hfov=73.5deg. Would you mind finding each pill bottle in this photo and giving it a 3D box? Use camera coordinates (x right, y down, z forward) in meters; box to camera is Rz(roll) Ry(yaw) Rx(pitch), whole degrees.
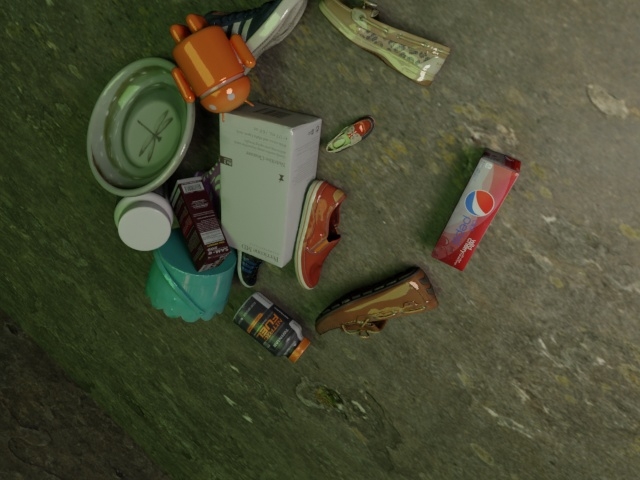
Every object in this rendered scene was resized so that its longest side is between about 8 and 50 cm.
[{"bbox_3d":[-0.530,-0.094,1.290,0.283,0.162,0.161,-126,31,-56],"label":"pill bottle"},{"bbox_3d":[-0.152,0.288,1.395,0.246,0.130,0.130,37,127,6],"label":"pill bottle"}]

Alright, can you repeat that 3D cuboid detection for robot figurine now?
[{"bbox_3d":[-0.237,-0.380,0.947,0.128,0.158,0.219,9,132,60],"label":"robot figurine"}]

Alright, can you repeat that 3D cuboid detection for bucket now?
[{"bbox_3d":[-0.404,0.097,1.355,0.281,0.281,0.183,30,122,12],"label":"bucket"}]

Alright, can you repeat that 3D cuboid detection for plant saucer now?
[{"bbox_3d":[-0.493,-0.312,1.224,0.401,0.101,0.399,-4,81,24],"label":"plant saucer"}]

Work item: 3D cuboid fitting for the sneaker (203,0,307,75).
[{"bbox_3d":[-0.185,-0.496,0.997,0.350,0.131,0.148,-27,104,36],"label":"sneaker"}]

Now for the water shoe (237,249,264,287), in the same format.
[{"bbox_3d":[-0.213,0.066,1.347,0.080,0.073,0.202,9,120,22],"label":"water shoe"}]

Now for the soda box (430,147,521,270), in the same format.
[{"bbox_3d":[0.343,-0.065,0.960,0.084,0.092,0.263,26,125,13],"label":"soda box"}]

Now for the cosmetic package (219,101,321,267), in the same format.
[{"bbox_3d":[-0.138,-0.147,1.140,0.218,0.156,0.384,19,122,21],"label":"cosmetic package"}]

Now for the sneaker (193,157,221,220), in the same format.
[{"bbox_3d":[-0.304,-0.193,1.244,0.161,0.102,0.282,32,126,14],"label":"sneaker"}]

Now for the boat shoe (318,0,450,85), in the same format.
[{"bbox_3d":[0.129,-0.432,0.886,0.285,0.104,0.089,32,122,-2],"label":"boat shoe"}]

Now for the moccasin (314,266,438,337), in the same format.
[{"bbox_3d":[0.144,0.200,1.194,0.380,0.139,0.146,-27,92,27],"label":"moccasin"}]

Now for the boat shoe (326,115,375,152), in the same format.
[{"bbox_3d":[0.072,-0.254,1.040,0.137,0.043,0.049,-25,99,34],"label":"boat shoe"}]

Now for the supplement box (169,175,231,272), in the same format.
[{"bbox_3d":[-0.343,-0.044,1.213,0.130,0.073,0.239,-37,73,54],"label":"supplement box"}]

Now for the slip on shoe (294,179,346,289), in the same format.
[{"bbox_3d":[0.000,0.000,1.173,0.102,0.123,0.331,19,118,15],"label":"slip on shoe"}]
